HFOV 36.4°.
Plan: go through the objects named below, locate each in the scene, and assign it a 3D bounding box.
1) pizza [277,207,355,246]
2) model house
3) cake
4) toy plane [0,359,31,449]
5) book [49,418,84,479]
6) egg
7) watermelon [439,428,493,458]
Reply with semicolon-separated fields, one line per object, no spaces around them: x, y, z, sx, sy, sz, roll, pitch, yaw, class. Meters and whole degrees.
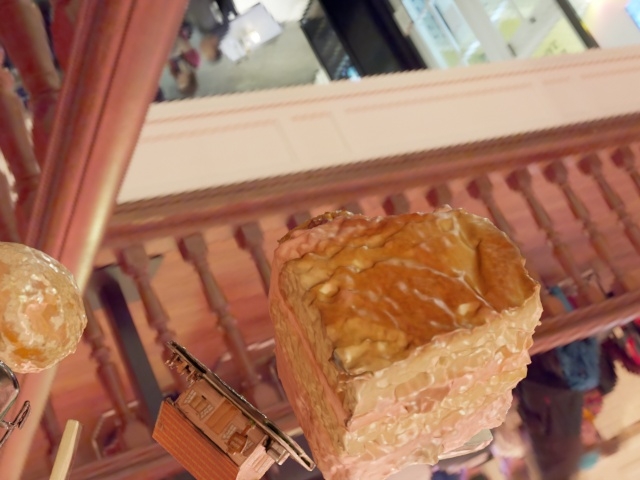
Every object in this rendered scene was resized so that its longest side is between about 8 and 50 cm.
-0.003;-0.001;1.538;0.127;0.058;0.246;-54;-160;-5;pizza
-0.177;0.322;1.623;0.154;0.294;0.207;-49;154;-11;model house
0.104;0.131;1.338;0.314;0.293;0.307;-16;140;-16;cake
-0.405;0.242;0.956;0.382;0.106;0.155;-53;-175;4;toy plane
-0.395;0.357;1.488;0.022;0.162;0.232;15;165;-9;book
-0.478;0.101;1.528;0.195;0.233;0.195;-54;-170;14;egg
0.153;0.247;1.566;0.319;0.289;0.214;29;79;-44;watermelon
